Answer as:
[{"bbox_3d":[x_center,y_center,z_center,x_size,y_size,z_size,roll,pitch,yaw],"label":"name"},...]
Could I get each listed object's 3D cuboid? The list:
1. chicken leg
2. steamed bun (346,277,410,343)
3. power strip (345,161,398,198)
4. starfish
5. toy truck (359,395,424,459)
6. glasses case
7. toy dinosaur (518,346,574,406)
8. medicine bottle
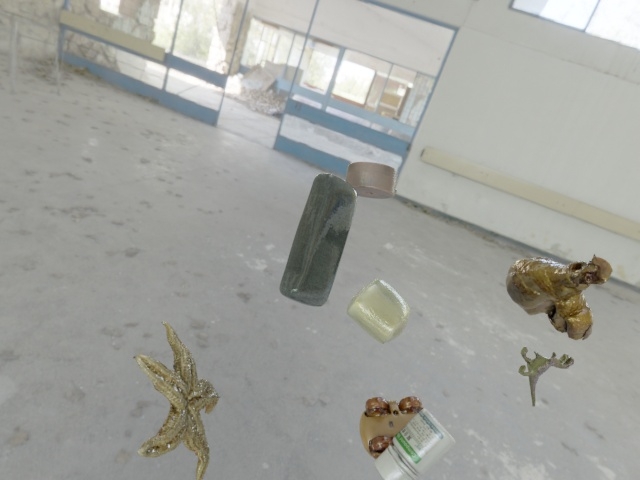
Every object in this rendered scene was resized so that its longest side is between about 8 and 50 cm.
[{"bbox_3d":[0.730,0.157,1.271,0.295,0.181,0.409,62,-12,12],"label":"chicken leg"},{"bbox_3d":[0.212,0.234,1.469,0.200,0.155,0.250,41,17,13],"label":"steamed bun"},{"bbox_3d":[0.149,-0.173,1.247,0.154,0.078,0.154,8,-5,1],"label":"power strip"},{"bbox_3d":[-0.233,0.269,0.706,0.062,0.278,0.235,-13,-8,11],"label":"starfish"},{"bbox_3d":[0.284,0.696,1.562,0.287,0.212,0.204,-4,48,-2],"label":"toy truck"},{"bbox_3d":[0.000,0.000,1.064,0.074,0.324,0.131,10,-12,40],"label":"glasses case"},{"bbox_3d":[0.819,0.506,1.619,0.199,0.251,0.072,29,8,-13],"label":"toy dinosaur"},{"bbox_3d":[0.288,0.650,1.329,0.139,0.237,0.139,47,-3,3],"label":"medicine bottle"}]
